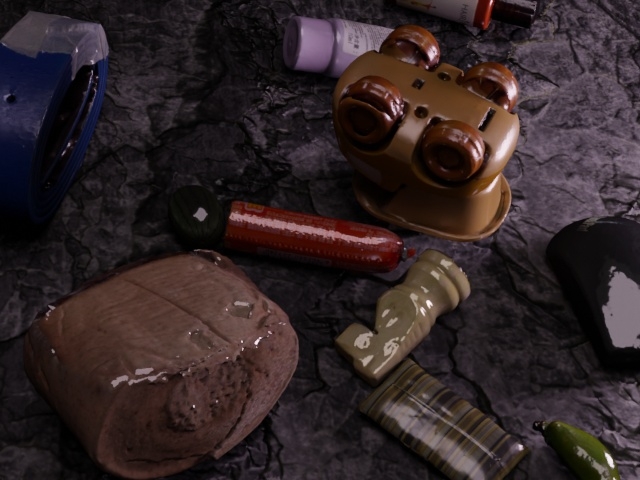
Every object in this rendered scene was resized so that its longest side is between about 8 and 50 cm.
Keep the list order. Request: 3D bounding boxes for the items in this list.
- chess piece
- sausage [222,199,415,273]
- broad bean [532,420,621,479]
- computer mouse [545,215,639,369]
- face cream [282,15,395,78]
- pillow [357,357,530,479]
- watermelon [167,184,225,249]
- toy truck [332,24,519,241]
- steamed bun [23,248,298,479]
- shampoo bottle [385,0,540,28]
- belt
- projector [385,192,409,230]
[{"bbox_3d":[0.110,0.107,1.503,0.090,0.090,0.200,36,65,24],"label":"chess piece"},{"bbox_3d":[0.000,0.000,1.581,0.274,0.074,0.074,10,48,3],"label":"sausage"},{"bbox_3d":[0.349,0.293,1.374,0.070,0.048,0.213,-31,59,-29],"label":"broad bean"},{"bbox_3d":[0.436,0.054,1.567,0.170,0.100,0.269,-9,50,-12],"label":"computer mouse"},{"bbox_3d":[0.077,-0.323,1.885,0.273,0.096,0.154,4,44,-20],"label":"face cream"},{"bbox_3d":[0.157,0.239,1.407,0.203,0.038,0.113,35,53,22],"label":"pillow"},{"bbox_3d":[-0.180,-0.036,1.593,0.078,0.078,0.111,-17,51,-21],"label":"watermelon"},{"bbox_3d":[0.153,-0.149,1.563,0.288,0.212,0.204,25,50,11],"label":"toy truck"},{"bbox_3d":[-0.190,0.160,1.345,0.301,0.199,0.251,-21,36,-34],"label":"steamed bun"},{"bbox_3d":[0.258,-0.447,1.997,0.278,0.104,0.104,18,48,10],"label":"shampoo bottle"},{"bbox_3d":[-0.415,-0.183,1.608,0.117,0.212,0.347,11,52,5],"label":"belt"},{"bbox_3d":[0.149,-0.081,1.681,0.115,0.061,0.147,1,48,-7],"label":"projector"}]
